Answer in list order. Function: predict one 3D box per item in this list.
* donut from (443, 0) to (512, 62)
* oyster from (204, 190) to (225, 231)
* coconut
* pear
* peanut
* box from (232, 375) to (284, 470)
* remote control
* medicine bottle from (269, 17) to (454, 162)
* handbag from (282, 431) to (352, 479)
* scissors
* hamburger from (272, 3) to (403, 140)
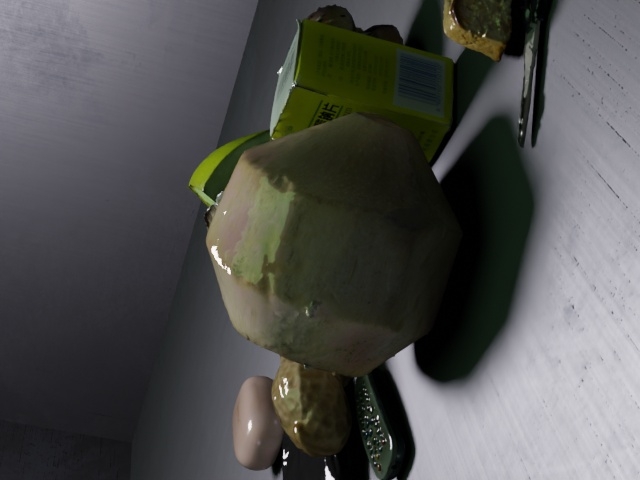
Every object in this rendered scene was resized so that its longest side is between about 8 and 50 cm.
[{"bbox_3d":[0.208,-0.329,1.483,0.141,0.085,0.217,103,176,-68],"label":"donut"},{"bbox_3d":[-0.136,0.047,2.378,0.162,0.158,0.351,17,131,37],"label":"oyster"},{"bbox_3d":[0.022,-0.009,1.540,0.352,0.353,0.352,-167,90,-76],"label":"coconut"},{"bbox_3d":[-0.152,-0.151,2.463,0.239,0.288,0.139,-49,51,-4],"label":"pear"},{"bbox_3d":[-0.006,0.205,1.742,0.298,0.136,0.120,-88,22,-48],"label":"peanut"},{"bbox_3d":[-0.122,0.356,2.236,0.200,0.088,0.146,-105,31,-60],"label":"box"},{"bbox_3d":[0.082,0.251,1.614,0.222,0.042,0.072,-106,29,-61],"label":"remote control"},{"bbox_3d":[0.061,-0.208,1.678,0.137,0.250,0.141,122,159,-56],"label":"medicine bottle"},{"bbox_3d":[-0.005,0.342,1.810,0.332,0.075,0.191,-94,22,-54],"label":"handbag"},{"bbox_3d":[0.258,-0.252,1.397,0.109,0.022,0.300,133,149,-70],"label":"scissors"},{"bbox_3d":[0.036,-0.217,1.910,0.277,0.195,0.318,-104,28,-65],"label":"hamburger"}]
